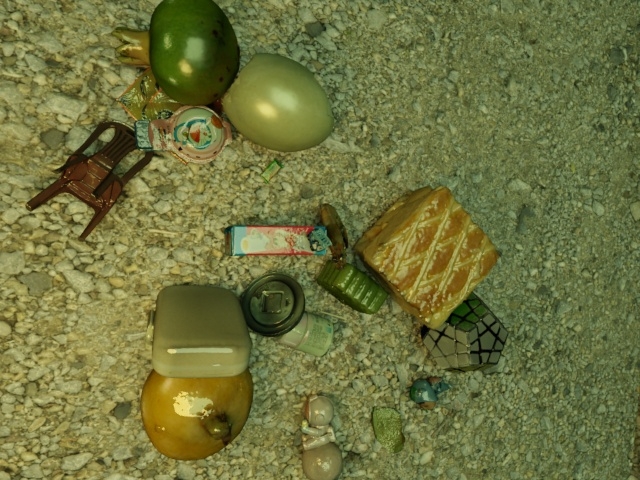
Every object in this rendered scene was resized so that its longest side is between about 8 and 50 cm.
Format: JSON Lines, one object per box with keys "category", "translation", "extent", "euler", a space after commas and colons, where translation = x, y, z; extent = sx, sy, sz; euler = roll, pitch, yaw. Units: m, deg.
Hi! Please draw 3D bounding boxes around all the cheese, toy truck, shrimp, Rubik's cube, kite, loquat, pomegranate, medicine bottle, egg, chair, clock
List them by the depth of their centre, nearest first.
{"category": "medicine bottle", "translation": [-0.339, 0.242, 1.218], "extent": [0.282, 0.375, 0.123], "euler": [4, 108, -20]}
{"category": "loquat", "translation": [-0.344, 0.468, 1.239], "extent": [0.328, 0.359, 0.329], "euler": [-5, 101, -30]}
{"category": "chair", "translation": [-0.641, -0.188, 1.239], "extent": [0.175, 0.183, 0.326], "euler": [37, 34, -17]}
{"category": "pomegranate", "translation": [-0.409, -0.569, 1.246], "extent": [0.358, 0.216, 0.310], "euler": [1, 81, -15]}
{"category": "cheese", "translation": [-0.415, -0.325, 1.325], "extent": [0.285, 0.074, 0.189], "euler": [-6, 91, -21]}
{"category": "toy truck", "translation": [0.000, 0.000, 1.328], "extent": [0.056, 0.090, 0.073], "euler": [-23, 99, -18]}
{"category": "egg", "translation": [-0.118, -0.414, 1.344], "extent": [0.336, 0.278, 0.278], "euler": [27, 82, -19]}
{"category": "kite", "translation": [-0.462, -0.427, 1.354], "extent": [0.327, 0.013, 0.378], "euler": [-1, 91, -21]}
{"category": "clock", "translation": [-0.152, 0.207, 1.399], "extent": [0.214, 0.042, 0.215], "euler": [-6, 60, 10]}
{"category": "shrimp", "translation": [0.065, 0.000, 1.454], "extent": [0.058, 0.296, 0.169], "euler": [-28, 139, 20]}
{"category": "medicine bottle", "translation": [-0.053, 0.309, 1.458], "extent": [0.168, 0.135, 0.135], "euler": [22, 83, -20]}
{"category": "Rubik's cube", "translation": [0.528, 0.344, 1.609], "extent": [0.264, 0.319, 0.319], "euler": [23, 82, 7]}

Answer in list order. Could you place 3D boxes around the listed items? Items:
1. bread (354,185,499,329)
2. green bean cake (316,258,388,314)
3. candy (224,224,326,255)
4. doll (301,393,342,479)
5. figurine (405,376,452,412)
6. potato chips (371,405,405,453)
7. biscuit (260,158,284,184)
{"category": "bread", "translation": [0.363, 0.046, 1.535], "extent": [0.371, 0.279, 0.390], "euler": [46, 78, -12]}
{"category": "green bean cake", "translation": [0.106, 0.159, 1.480], "extent": [0.214, 0.200, 0.113], "euler": [38, 77, -16]}
{"category": "candy", "translation": [-0.149, 0.001, 1.404], "extent": [0.305, 0.157, 0.100], "euler": [1, 91, -21]}
{"category": "doll", "translation": [0.001, 0.672, 1.483], "extent": [0.150, 0.151, 0.287], "euler": [-3, 89, -21]}
{"category": "figurine", "translation": [0.426, 0.596, 1.665], "extent": [0.178, 0.114, 0.145], "euler": [-11, 96, -29]}
{"category": "potato chips", "translation": [0.264, 0.713, 1.644], "extent": [0.209, 0.026, 0.142], "euler": [41, 80, -15]}
{"category": "biscuit", "translation": [-0.167, -0.237, 1.468], "extent": [0.046, 0.016, 0.089], "euler": [46, 76, -16]}
